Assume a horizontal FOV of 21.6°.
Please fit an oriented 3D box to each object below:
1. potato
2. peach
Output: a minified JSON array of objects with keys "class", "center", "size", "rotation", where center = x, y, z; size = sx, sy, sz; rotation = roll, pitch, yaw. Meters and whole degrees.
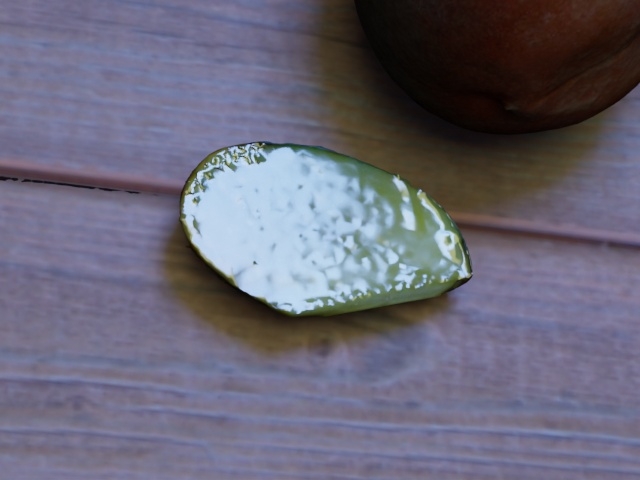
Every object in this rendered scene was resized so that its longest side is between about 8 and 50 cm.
[{"class":"potato","center":[0.000,0.000,1.113],"size":[0.197,0.054,0.119],"rotation":[4,70,-13]},{"class":"peach","center":[0.129,-0.190,1.094],"size":[0.252,0.252,0.252],"rotation":[3,71,-9]}]
